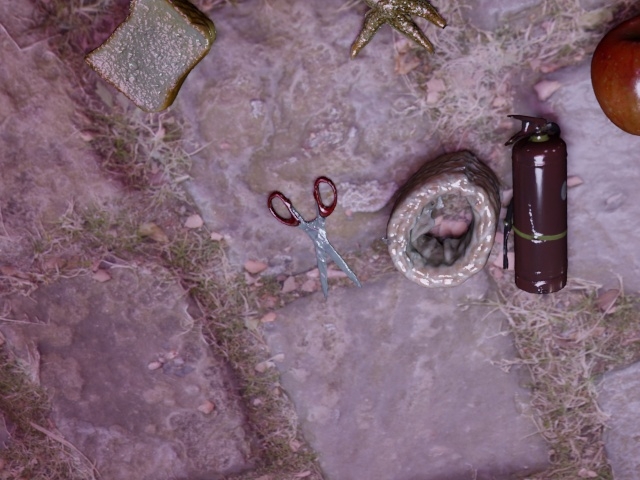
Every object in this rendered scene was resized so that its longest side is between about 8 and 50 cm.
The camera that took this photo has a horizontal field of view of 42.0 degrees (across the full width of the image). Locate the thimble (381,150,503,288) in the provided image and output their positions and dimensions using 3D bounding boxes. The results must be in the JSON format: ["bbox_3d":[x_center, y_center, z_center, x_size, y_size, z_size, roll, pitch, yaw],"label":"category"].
[{"bbox_3d":[0.229,-0.032,1.518,0.196,0.148,0.229,40,118,-7],"label":"thimble"}]

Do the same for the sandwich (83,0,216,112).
[{"bbox_3d":[-0.313,-0.359,1.543,0.186,0.065,0.215,42,117,-7],"label":"sandwich"}]

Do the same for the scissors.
[{"bbox_3d":[0.000,0.000,1.660,0.144,0.017,0.247,-16,110,20],"label":"scissors"}]

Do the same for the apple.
[{"bbox_3d":[0.527,-0.267,1.330,0.181,0.181,0.168,-20,130,21],"label":"apple"}]

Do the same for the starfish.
[{"bbox_3d":[0.113,-0.400,1.442,0.223,0.050,0.216,33,125,3],"label":"starfish"}]

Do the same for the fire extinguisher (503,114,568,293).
[{"bbox_3d":[0.376,-0.070,1.478,0.142,0.105,0.341,-22,118,-26],"label":"fire extinguisher"}]
